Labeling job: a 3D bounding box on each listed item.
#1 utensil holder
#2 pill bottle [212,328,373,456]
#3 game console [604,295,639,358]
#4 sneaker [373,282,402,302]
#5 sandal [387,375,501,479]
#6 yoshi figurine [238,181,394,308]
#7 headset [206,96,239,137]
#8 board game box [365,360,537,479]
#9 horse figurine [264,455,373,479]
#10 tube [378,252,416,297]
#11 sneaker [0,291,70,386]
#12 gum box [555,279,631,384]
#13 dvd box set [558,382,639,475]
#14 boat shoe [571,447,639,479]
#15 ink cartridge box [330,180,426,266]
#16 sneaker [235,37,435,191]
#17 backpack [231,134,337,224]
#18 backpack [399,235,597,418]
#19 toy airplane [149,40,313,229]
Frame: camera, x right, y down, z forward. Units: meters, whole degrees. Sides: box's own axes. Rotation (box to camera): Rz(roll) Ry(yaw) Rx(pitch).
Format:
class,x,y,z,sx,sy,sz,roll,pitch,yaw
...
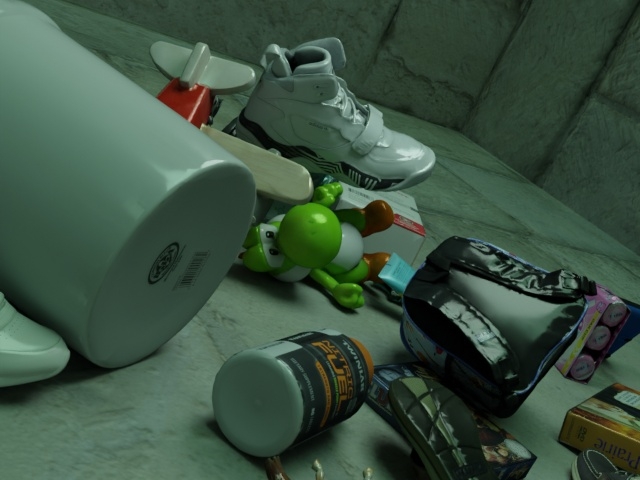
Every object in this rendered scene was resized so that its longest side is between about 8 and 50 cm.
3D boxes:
class,x,y,z,sx,sy,sz,roll,pitch,yaw
utensil holder,-0.322,-0.071,1.232,0.385,0.328,0.327,35,19,19
pill bottle,-0.021,0.183,1.249,0.130,0.130,0.245,33,19,21
game console,0.536,0.133,2.155,0.293,0.250,0.173,19,45,-21
sneaker,0.168,0.105,1.896,0.076,0.065,0.166,-16,40,-42
sandal,0.164,0.302,1.270,0.120,0.086,0.303,4,44,-37
yoshi figurine,0.022,0.005,1.736,0.203,0.203,0.362,44,27,29
headset,-0.129,-0.196,2.096,0.394,0.185,0.243,9,24,-46
board game box,0.182,0.268,1.443,0.243,0.042,0.165,38,21,33
horse figurine,0.053,0.312,1.096,0.263,0.066,0.174,18,13,-32
tube,0.197,0.111,1.809,0.207,0.052,0.080,43,36,-5
sneaker,-0.403,0.056,1.030,0.305,0.152,0.114,24,15,-12
gum box,0.538,0.179,1.972,0.062,0.188,0.107,19,18,-21
dvd box set,0.648,0.367,1.648,0.420,0.062,0.307,21,13,31
boat shoe,0.453,0.383,1.418,0.102,0.092,0.285,23,18,-12
ink cartridge box,0.109,-0.046,2.125,0.197,0.114,0.273,23,18,-7
sneaker,0.044,-0.219,1.702,0.365,0.210,0.137,14,44,-5
backpack,-0.082,-0.132,1.870,0.225,0.254,0.191,30,-24,2
backpack,0.265,0.132,1.595,0.263,0.213,0.276,37,59,17
toy airplane,-0.253,-0.142,1.620,0.384,0.272,0.386,-18,51,-19
